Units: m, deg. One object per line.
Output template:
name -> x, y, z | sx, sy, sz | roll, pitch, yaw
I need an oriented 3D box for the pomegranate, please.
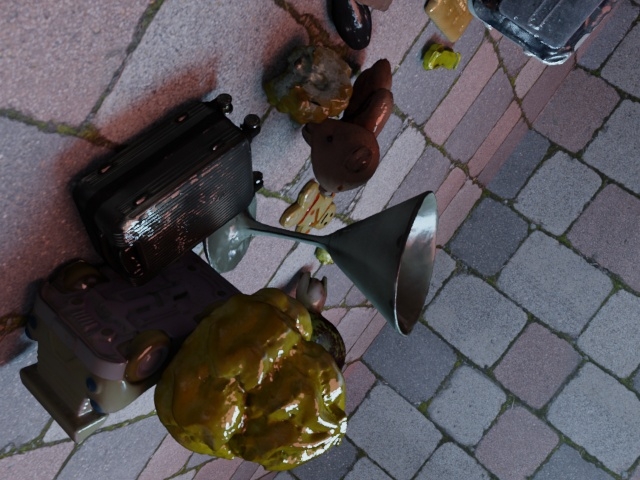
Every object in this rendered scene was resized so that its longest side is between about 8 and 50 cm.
pomegranate -> -0.051, 0.253, 1.891 | 0.285, 0.284, 0.341 | 64, 43, -68

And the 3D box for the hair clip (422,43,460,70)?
hair clip -> 0.302, -0.462, 1.712 | 0.173, 0.046, 0.072 | -24, 143, -54

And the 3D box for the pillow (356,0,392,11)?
pillow -> 0.107, -0.522, 1.149 | 0.135, 0.049, 0.249 | -9, 119, -53

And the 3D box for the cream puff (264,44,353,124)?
cream puff -> -0.022, -0.275, 1.226 | 0.121, 0.156, 0.156 | 34, 95, -37

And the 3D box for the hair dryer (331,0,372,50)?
hair dryer -> 0.090, -0.482, 1.242 | 0.219, 0.075, 0.195 | -56, 152, -17

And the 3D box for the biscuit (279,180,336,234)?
biscuit -> -0.015, -0.075, 1.715 | 0.153, 0.030, 0.234 | -51, 159, 4

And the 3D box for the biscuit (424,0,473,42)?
biscuit -> 0.328, -0.569, 1.611 | 0.160, 0.030, 0.249 | -56, 159, 12

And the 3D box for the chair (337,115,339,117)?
chair -> 0.004, -0.263, 1.427 | 0.042, 0.037, 0.086 | -64, 155, 3

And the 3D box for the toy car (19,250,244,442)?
toy car -> -0.313, 0.165, 1.180 | 0.336, 0.242, 0.226 | -18, 139, -54

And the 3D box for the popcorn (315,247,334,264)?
popcorn -> 0.023, 0.033, 1.930 | 0.083, 0.059, 0.068 | -56, 161, -13

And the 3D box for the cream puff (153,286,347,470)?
cream puff -> -0.087, 0.254, 1.117 | 0.291, 0.257, 0.325 | -41, 156, -30

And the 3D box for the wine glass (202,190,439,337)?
wine glass -> 0.000, 0.000, 1.277 | 0.267, 0.405, 0.267 | 14, 90, -68

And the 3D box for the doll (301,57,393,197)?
doll -> 0.051, -0.244, 1.364 | 0.201, 0.156, 0.304 | -36, -142, 60

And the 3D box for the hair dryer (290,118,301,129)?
hair dryer -> -0.018, -0.278, 1.354 | 0.082, 0.047, 0.137 | -18, 147, -57

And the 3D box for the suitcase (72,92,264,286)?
suitcase -> -0.233, -0.081, 1.098 | 0.312, 0.128, 0.202 | -42, 157, -25

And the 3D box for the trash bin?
trash bin -> 0.442, -0.579, 1.414 | 0.256, 0.295, 0.368 | -53, -164, 37
